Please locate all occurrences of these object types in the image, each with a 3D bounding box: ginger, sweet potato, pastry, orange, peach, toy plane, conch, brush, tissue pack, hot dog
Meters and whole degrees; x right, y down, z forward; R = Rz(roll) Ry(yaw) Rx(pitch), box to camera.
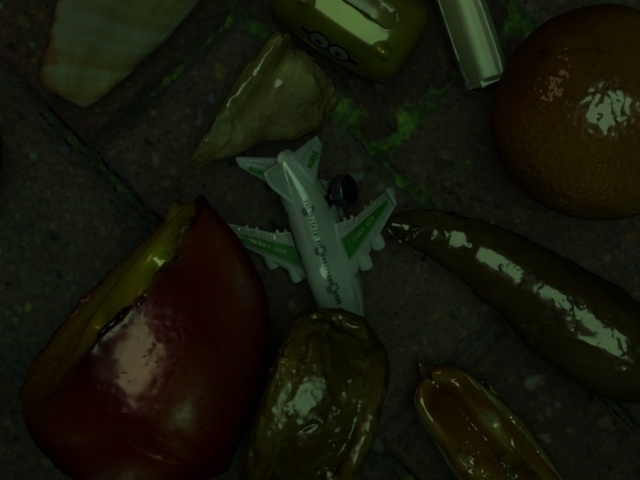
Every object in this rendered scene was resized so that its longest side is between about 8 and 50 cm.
[{"bbox_3d":[-0.066,-0.143,1.562,0.122,0.115,0.193,38,98,-20],"label":"ginger"},{"bbox_3d":[0.265,0.069,1.588,0.422,0.130,0.130,34,89,-5],"label":"sweet potato"},{"bbox_3d":[-0.014,0.185,1.478,0.132,0.235,0.240,21,117,-9],"label":"pastry"},{"bbox_3d":[0.330,-0.146,1.533,0.264,0.264,0.264,0,92,-6],"label":"orange"},{"bbox_3d":[-0.190,0.111,1.472,0.281,0.281,0.338,6,99,-6],"label":"peach"},{"bbox_3d":[0.002,-0.003,1.563,0.251,0.101,0.255,-11,114,33],"label":"toy plane"},{"bbox_3d":[-0.231,-0.272,1.524,0.158,0.127,0.255,28,90,-7],"label":"conch"},{"bbox_3d":[0.153,-0.336,1.602,0.060,0.050,0.321,-18,92,-2],"label":"brush"},{"bbox_3d":[0.036,-0.270,1.552,0.178,0.127,0.123,33,86,-7],"label":"tissue pack"},{"bbox_3d":[0.202,0.251,1.617,0.109,0.072,0.269,-38,97,-5],"label":"hot dog"}]

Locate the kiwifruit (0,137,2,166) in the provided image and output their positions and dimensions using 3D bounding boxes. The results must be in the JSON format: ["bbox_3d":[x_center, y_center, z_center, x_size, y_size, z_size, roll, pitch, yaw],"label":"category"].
[{"bbox_3d":[-0.470,-0.108,1.477,0.234,0.196,0.196,38,88,-12],"label":"kiwifruit"}]
